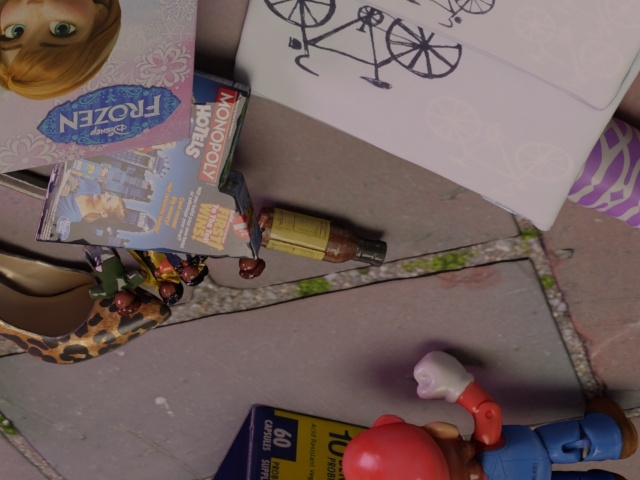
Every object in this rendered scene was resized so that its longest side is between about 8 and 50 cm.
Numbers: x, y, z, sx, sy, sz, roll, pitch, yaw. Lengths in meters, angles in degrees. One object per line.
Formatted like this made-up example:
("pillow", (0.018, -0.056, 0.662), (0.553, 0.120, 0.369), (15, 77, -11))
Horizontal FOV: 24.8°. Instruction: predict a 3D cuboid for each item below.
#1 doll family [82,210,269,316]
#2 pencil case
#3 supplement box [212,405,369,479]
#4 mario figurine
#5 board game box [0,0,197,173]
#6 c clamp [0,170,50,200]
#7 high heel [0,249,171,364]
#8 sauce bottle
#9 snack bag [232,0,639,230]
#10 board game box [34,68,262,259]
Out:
("doll family", (-0.136, 0.010, 1.381), (0.193, 0.076, 0.111), (-20, 102, 33))
("pencil case", (0.245, -0.066, 1.288), (0.206, 0.086, 0.088), (25, 163, -23))
("supplement box", (0.058, 0.355, 1.708), (0.357, 0.194, 0.195), (13, 139, -13))
("mario figurine", (0.173, 0.233, 1.591), (0.321, 0.198, 0.170), (2, 153, -19))
("board game box", (-0.242, -0.187, 1.041), (0.319, 0.066, 0.318), (-13, 134, -22))
("c clamp", (-0.277, -0.089, 1.329), (0.161, 0.022, 0.137), (25, 135, -24))
("high heel", (-0.291, 0.041, 1.424), (0.261, 0.093, 0.186), (-2, 147, 19))
("sauce bottle", (0.000, 0.000, 1.406), (0.128, 0.042, 0.042), (15, 138, -14))
("snack bag", (0.085, -0.168, 1.127), (0.323, 0.037, 0.342), (24, 142, 3))
("board game box", (-0.131, -0.065, 1.278), (0.194, 0.060, 0.194), (18, 113, -4))
